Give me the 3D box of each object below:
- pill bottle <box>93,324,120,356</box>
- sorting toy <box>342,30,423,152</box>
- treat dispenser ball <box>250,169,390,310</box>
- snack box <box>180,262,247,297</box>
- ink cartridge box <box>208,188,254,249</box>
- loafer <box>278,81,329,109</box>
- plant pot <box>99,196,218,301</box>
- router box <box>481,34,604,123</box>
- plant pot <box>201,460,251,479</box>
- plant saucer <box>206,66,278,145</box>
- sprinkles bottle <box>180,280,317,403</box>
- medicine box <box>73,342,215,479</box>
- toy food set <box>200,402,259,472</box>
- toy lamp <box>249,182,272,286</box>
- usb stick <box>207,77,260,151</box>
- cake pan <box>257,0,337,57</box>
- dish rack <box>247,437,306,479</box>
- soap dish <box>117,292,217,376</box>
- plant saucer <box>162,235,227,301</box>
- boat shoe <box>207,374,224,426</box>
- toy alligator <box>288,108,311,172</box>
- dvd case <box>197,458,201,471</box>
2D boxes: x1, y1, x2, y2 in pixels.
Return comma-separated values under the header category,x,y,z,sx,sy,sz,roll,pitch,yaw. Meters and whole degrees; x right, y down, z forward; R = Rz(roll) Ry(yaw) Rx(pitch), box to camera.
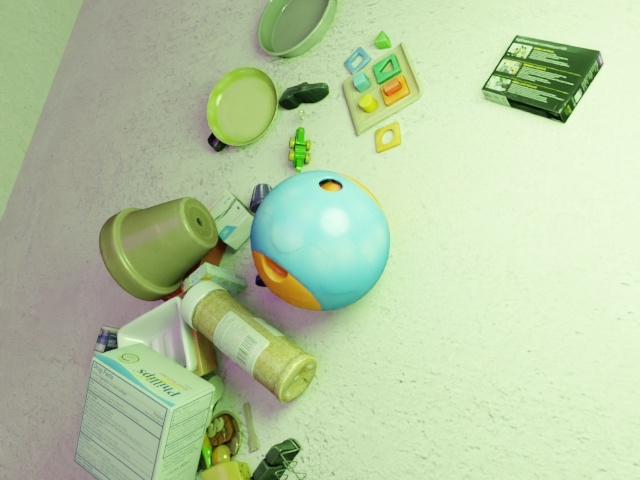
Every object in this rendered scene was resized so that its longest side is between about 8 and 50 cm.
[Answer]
category,x,y,z,sx,sy,sz,roll,pitch,yaw
pill bottle,-0.679,0.335,1.578,0.067,0.067,0.120,5,76,39
sorting toy,0.140,-0.378,1.221,0.195,0.047,0.348,-29,57,27
treat dispenser ball,0.000,0.000,1.023,0.288,0.288,0.289,-15,64,33
snack box,-0.275,0.116,1.294,0.100,0.141,0.037,-39,52,20
ink cartridge box,-0.259,-0.069,1.399,0.104,0.060,0.180,-47,50,2
loafer,-0.045,-0.415,1.376,0.169,0.062,0.061,-1,67,37
plant pot,-0.403,0.000,1.320,0.229,0.263,0.263,-26,58,17
router box,0.428,-0.319,0.970,0.179,0.046,0.133,36,96,41
plant pot,-0.201,0.539,1.114,0.083,0.081,0.082,-37,53,7
plant saucer,-0.229,-0.397,1.489,0.240,0.037,0.241,-2,84,20
sprinkles bottle,-0.174,0.225,1.148,0.355,0.121,0.121,30,92,32
medicine box,-0.416,0.434,1.166,0.263,0.149,0.290,20,102,26
toy food set,-0.237,0.476,1.190,0.192,0.038,0.133,-36,54,22
toy lamp,-0.140,-0.021,1.286,0.080,0.080,0.275,-24,62,30
usb stick,-0.261,-0.402,1.552,0.278,0.045,0.077,-54,45,9
cake pan,-0.067,-0.677,1.499,0.293,0.054,0.294,-15,64,34
dish rack,-0.060,0.567,0.995,0.271,0.074,0.208,39,100,39
soap dish,-0.412,0.293,1.335,0.290,0.118,0.229,-29,64,27
plant saucer,-0.406,0.071,1.479,0.259,0.047,0.259,16,83,40
boat shoe,-0.279,0.405,1.240,0.043,0.049,0.137,127,161,-53
toy alligator,-0.057,-0.259,1.332,0.051,0.056,0.190,124,150,-66
dvd case,-0.409,0.548,1.303,0.253,0.022,0.181,-35,54,26
